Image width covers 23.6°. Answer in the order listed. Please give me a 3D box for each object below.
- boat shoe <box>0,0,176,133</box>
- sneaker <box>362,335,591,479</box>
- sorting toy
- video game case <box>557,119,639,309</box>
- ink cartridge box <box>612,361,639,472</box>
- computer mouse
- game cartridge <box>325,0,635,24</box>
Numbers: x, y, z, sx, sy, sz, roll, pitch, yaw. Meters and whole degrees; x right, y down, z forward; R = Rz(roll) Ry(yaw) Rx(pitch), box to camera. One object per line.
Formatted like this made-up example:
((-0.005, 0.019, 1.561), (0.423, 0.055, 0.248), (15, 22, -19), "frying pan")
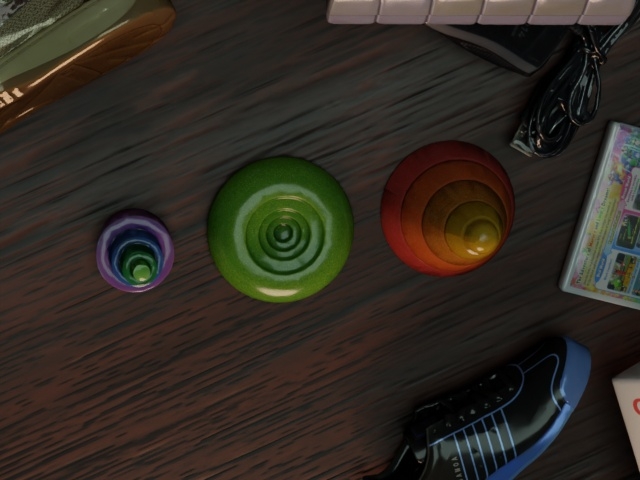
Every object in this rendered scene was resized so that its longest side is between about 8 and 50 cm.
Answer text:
((-0.286, -0.144, 1.186), (0.342, 0.123, 0.123), (-28, 86, 6), "boat shoe")
((0.136, 0.164, 1.340), (0.090, 0.081, 0.232), (38, 95, -23), "sneaker")
((0.000, 0.000, 1.258), (0.365, 0.126, 0.127), (-7, 104, -9), "sorting toy")
((0.300, -0.015, 1.361), (0.143, 0.019, 0.157), (14, 101, -12), "video game case")
((0.388, 0.219, 1.307), (0.114, 0.198, 0.273), (-24, 99, -34), "ink cartridge box")
((0.141, -0.200, 1.252), (0.272, 0.072, 0.188), (28, 93, -37), "computer mouse")
((0.113, -0.326, 1.146), (0.230, 0.068, 0.355), (2, 70, -8), "game cartridge")
